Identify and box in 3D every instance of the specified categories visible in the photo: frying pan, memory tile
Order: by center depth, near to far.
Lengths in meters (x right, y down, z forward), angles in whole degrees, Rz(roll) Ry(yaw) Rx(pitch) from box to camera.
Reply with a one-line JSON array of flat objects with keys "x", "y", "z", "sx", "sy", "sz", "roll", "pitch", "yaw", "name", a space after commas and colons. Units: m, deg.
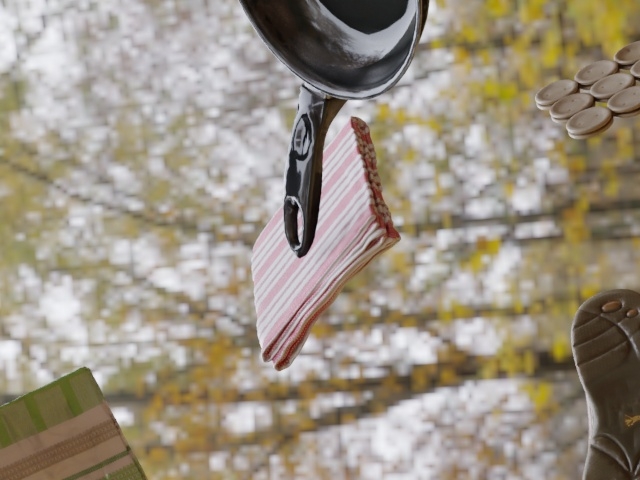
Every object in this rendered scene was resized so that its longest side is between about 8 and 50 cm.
[{"x": 0.019, "y": -0.130, "z": 1.305, "sx": 0.053, "sy": 0.197, "sz": 0.326, "roll": -30, "pitch": -64, "yaw": -33, "name": "frying pan"}, {"x": 0.249, "y": -0.128, "z": 1.542, "sx": 0.012, "sy": 0.148, "sz": 0.113, "roll": 66, "pitch": 175, "yaw": -25, "name": "memory tile"}]

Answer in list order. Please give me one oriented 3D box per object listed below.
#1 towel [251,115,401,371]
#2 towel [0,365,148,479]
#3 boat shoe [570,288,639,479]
[{"x": 0.000, "y": 0.000, "z": 1.476, "sx": 0.029, "sy": 0.144, "sz": 0.197, "roll": 33, "pitch": -160, "yaw": -19, "name": "towel"}, {"x": -0.185, "y": 0.180, "z": 1.437, "sx": 0.113, "sy": 0.023, "sz": 0.152, "roll": -25, "pitch": -97, "yaw": -25, "name": "towel"}, {"x": 0.180, "y": 0.118, "z": 1.090, "sx": 0.060, "sy": 0.064, "sz": 0.178, "roll": 36, "pitch": -133, "yaw": -63, "name": "boat shoe"}]
